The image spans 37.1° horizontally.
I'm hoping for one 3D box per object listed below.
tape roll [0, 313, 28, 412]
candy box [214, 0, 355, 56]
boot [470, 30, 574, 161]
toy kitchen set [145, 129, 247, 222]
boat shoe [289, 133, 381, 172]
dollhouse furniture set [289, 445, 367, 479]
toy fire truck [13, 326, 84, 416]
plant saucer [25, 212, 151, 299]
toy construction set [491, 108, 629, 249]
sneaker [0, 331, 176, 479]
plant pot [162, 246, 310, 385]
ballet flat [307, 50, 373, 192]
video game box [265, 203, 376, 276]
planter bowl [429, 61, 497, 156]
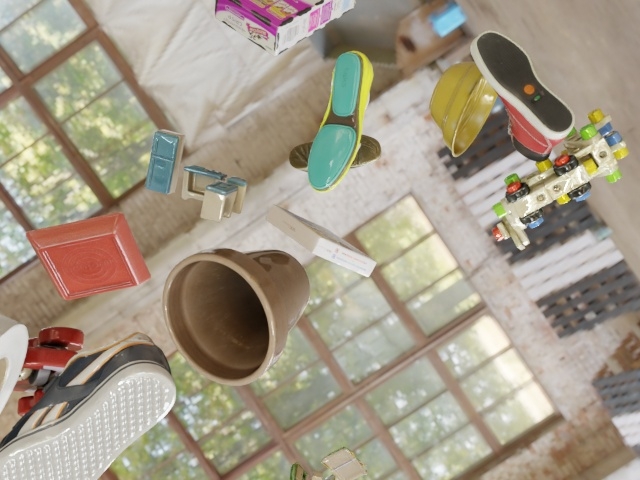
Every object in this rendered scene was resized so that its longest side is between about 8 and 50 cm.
[{"bbox_3d":[-0.655,0.264,1.755,0.100,0.286,0.286,24,-176,2],"label":"tape roll"},{"bbox_3d":[-0.062,-0.454,1.788,0.159,0.233,0.071,37,144,22],"label":"candy box"},{"bbox_3d":[0.351,-0.258,1.757,0.244,0.088,0.176,53,168,10],"label":"boot"},{"bbox_3d":[-0.253,-0.128,1.848,0.207,0.122,0.166,15,-167,10],"label":"toy kitchen set"},{"bbox_3d":[0.040,-0.199,2.232,0.073,0.223,0.080,30,-124,-68],"label":"boat shoe"},{"bbox_3d":[0.014,0.430,1.807,0.076,0.151,0.059,51,-159,-20],"label":"dollhouse furniture set"},{"bbox_3d":[-0.653,0.280,2.042,0.253,0.302,0.170,9,-111,-30],"label":"toy fire truck"},{"bbox_3d":[-0.601,0.056,2.483,0.048,0.258,0.259,-100,-3,-45],"label":"plant saucer"},{"bbox_3d":[0.451,-0.116,1.865,0.151,0.328,0.215,42,-161,-8],"label":"toy construction set"},{"bbox_3d":[-0.333,0.251,1.297,0.126,0.321,0.127,51,-174,-33],"label":"sneaker"},{"bbox_3d":[-0.135,0.119,1.856,0.263,0.263,0.229,56,-144,5],"label":"plant pot"},{"bbox_3d":[0.041,-0.184,1.514,0.077,0.231,0.077,13,179,25],"label":"ballet flat"},{"bbox_3d":[0.000,0.000,2.145,0.187,0.048,0.205,27,-175,-41],"label":"video game box"},{"bbox_3d":[0.276,-0.281,1.877,0.090,0.217,0.217,28,176,18],"label":"planter bowl"}]
